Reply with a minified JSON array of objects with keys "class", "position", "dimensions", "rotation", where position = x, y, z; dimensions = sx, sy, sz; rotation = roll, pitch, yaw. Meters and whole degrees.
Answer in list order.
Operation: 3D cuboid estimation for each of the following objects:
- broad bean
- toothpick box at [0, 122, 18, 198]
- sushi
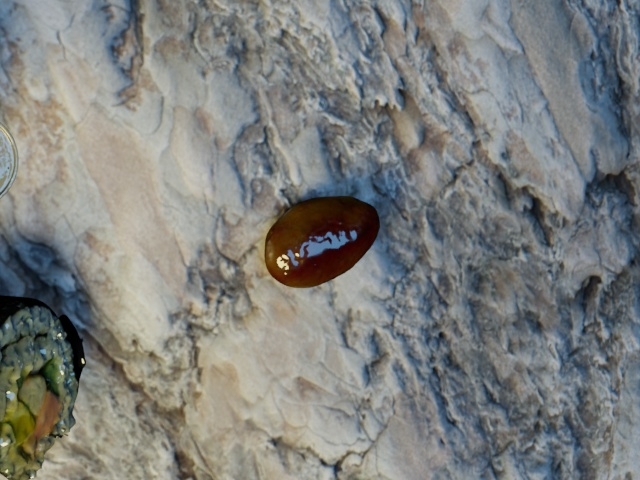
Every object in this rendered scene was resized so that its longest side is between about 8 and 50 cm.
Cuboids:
[{"class":"broad bean","position":[0.000,0.000,2.104],"dimensions":[0.165,0.084,0.114],"rotation":[-16,89,-20]},{"class":"toothpick box","position":[-0.423,-0.098,1.785],"dimensions":[0.111,0.180,0.111],"rotation":[-6,101,-31]},{"class":"sushi","position":[-0.414,0.164,1.838],"dimensions":[0.225,0.218,0.239],"rotation":[5,80,-71]}]
